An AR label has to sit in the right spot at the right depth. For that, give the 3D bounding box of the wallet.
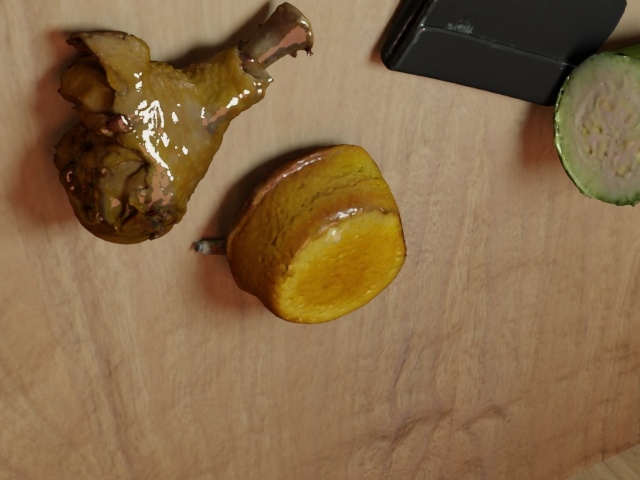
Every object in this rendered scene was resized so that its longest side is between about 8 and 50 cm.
[{"bbox_3d":[0.293,-0.330,1.766,0.406,0.062,0.228,5,125,-41],"label":"wallet"}]

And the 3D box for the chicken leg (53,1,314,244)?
[{"bbox_3d":[-0.194,-0.192,1.491,0.409,0.182,0.295,-39,125,-3],"label":"chicken leg"}]

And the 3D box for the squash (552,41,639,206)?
[{"bbox_3d":[0.596,-0.215,1.904,0.384,0.263,0.263,-16,138,-39],"label":"squash"}]

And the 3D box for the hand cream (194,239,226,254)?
[{"bbox_3d":[-0.156,0.011,1.817,0.102,0.022,0.035,2,120,-43],"label":"hand cream"}]

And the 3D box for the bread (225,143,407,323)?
[{"bbox_3d":[-0.002,-0.002,1.795,0.312,0.172,0.312,-22,141,-20],"label":"bread"}]
